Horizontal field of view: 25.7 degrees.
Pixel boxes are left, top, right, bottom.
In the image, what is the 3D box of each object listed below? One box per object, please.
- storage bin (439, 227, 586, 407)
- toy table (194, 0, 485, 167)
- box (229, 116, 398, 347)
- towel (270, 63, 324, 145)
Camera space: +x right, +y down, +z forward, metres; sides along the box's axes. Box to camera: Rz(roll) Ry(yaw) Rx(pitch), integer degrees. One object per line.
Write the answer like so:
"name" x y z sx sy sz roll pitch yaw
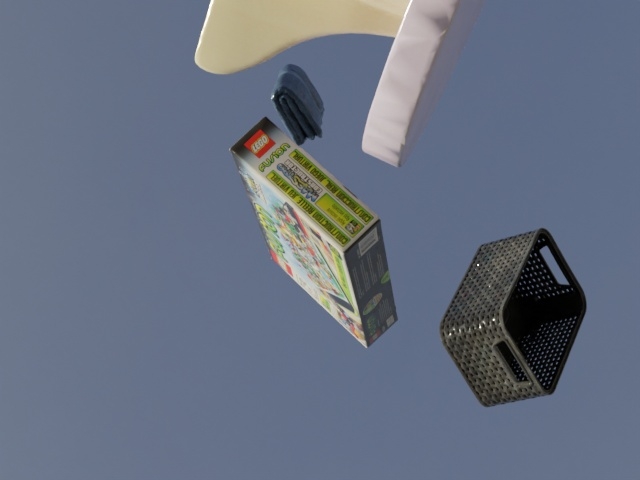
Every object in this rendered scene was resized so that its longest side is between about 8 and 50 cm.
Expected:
"storage bin" 0.217 0.085 1.568 0.122 0.084 0.180 57 -141 -21
"toy table" 0.031 -0.197 0.854 0.161 0.252 0.274 24 -74 7
"box" 0.000 0.000 1.028 0.036 0.114 0.207 -44 -21 -11
"towel" -0.021 -0.138 1.398 0.029 0.119 0.067 -28 -75 13
